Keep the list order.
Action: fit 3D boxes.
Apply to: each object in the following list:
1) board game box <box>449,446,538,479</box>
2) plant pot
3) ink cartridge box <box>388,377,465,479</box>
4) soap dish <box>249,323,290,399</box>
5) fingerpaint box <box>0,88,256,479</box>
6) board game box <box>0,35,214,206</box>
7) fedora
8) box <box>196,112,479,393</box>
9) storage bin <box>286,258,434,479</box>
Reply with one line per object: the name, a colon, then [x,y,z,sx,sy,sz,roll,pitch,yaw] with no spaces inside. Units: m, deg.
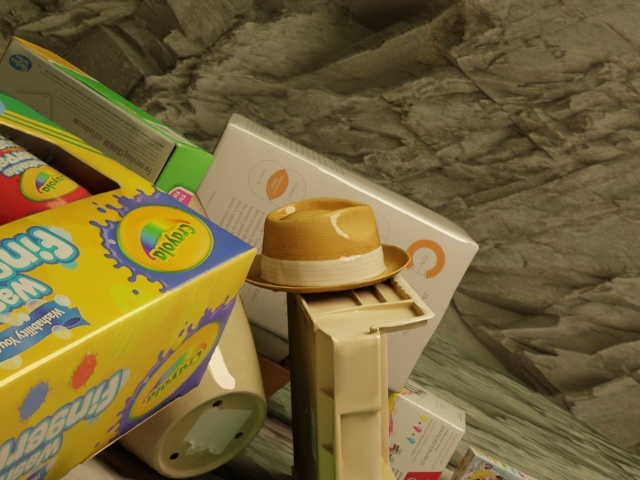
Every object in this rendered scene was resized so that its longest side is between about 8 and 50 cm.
board game box: [0.174,0.319,1.374,0.103,0.154,0.026,27,7,-14]
plant pot: [-0.175,0.103,1.286,0.256,0.256,0.274,21,24,-51]
ink cartridge box: [0.086,0.248,1.630,0.176,0.128,0.127,29,8,5]
soap dish: [-0.149,0.113,1.682,0.229,0.118,0.291,29,7,-7]
fingerpaint box: [-0.320,0.029,0.909,0.371,0.163,0.445,32,26,16]
board game box: [-0.278,-0.005,1.200,0.242,0.317,0.064,34,8,27]
fedora: [0.000,0.000,1.338,0.194,0.079,0.194,-3,14,1]
box: [-0.007,0.011,1.579,0.345,0.215,0.168,27,9,-6]
storage bin: [0.040,0.177,1.322,0.123,0.262,0.260,-4,14,-9]
